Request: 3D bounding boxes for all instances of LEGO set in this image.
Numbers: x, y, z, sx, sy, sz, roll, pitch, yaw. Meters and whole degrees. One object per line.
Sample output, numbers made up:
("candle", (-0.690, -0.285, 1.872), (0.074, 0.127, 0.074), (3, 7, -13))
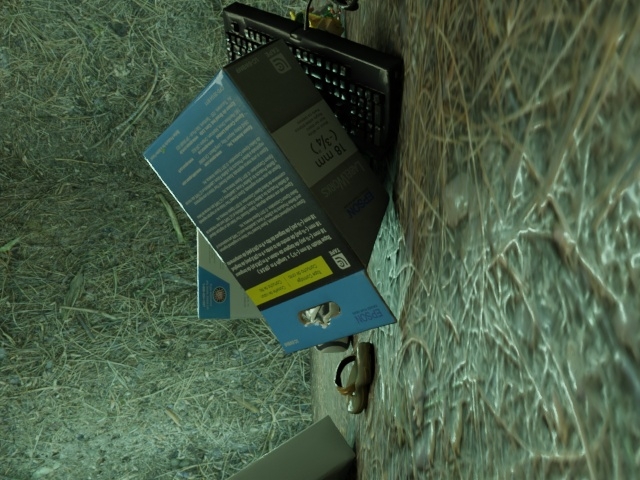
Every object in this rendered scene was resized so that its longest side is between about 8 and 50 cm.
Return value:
("LEGO set", (0.010, -0.454, 1.481), (0.132, 0.107, 0.287), (55, 171, 0))

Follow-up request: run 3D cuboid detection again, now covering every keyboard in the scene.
("keyboard", (-0.023, -0.231, 0.829), (0.317, 0.033, 0.202), (32, 132, 40))

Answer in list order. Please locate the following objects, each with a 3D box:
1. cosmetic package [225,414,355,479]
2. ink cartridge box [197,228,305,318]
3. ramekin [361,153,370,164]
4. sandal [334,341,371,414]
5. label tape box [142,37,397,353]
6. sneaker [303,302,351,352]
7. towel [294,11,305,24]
("cosmetic package", (-0.089, 0.489, 1.337), (0.097, 0.284, 0.377), (52, 161, 21))
("ink cartridge box", (-0.114, 0.059, 1.564), (0.129, 0.307, 0.223), (112, 157, -87))
("ramekin", (-0.048, -0.152, 1.080), (0.303, 0.148, 0.304), (-179, 90, -70))
("sandal", (0.046, 0.202, 1.037), (0.180, 0.049, 0.072), (95, 174, -57))
("label tape box", (-0.045, -0.038, 0.867), (0.334, 0.106, 0.240), (55, 142, -7))
("sneaker", (0.007, 0.087, 1.316), (0.235, 0.094, 0.153), (-98, 9, -64))
("towel", (-0.050, -0.245, 1.386), (0.325, 0.038, 0.248), (94, 177, -45))
